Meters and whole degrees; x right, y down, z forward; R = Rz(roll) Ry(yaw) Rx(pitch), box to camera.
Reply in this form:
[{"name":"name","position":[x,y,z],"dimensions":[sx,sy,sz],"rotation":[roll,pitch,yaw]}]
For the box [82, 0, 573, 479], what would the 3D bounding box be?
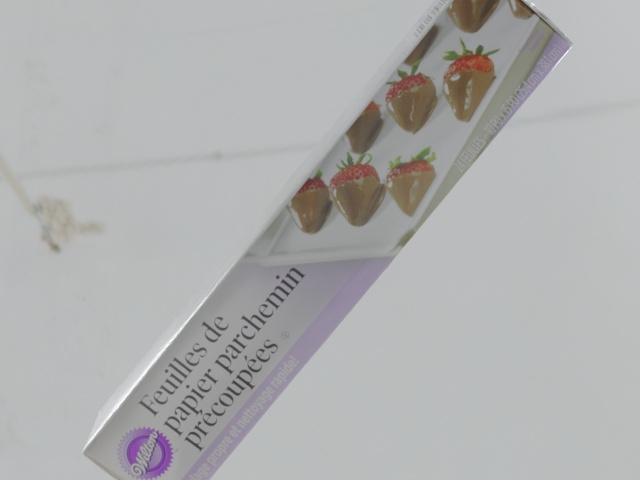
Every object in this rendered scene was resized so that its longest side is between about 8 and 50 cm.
[{"name":"box","position":[0.000,0.000,0.754],"dimensions":[0.063,0.067,0.324],"rotation":[38,-81,-7]}]
